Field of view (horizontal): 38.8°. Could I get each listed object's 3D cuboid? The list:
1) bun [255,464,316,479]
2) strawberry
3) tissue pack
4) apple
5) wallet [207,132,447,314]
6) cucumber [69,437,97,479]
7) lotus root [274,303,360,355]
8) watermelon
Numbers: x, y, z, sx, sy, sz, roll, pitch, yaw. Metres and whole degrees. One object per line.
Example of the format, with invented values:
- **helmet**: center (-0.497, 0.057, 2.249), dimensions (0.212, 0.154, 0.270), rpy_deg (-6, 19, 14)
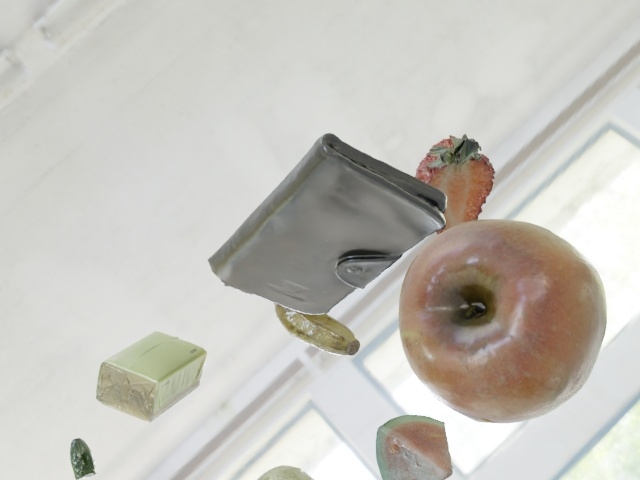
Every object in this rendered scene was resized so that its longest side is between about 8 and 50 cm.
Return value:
- **bun**: center (-0.065, 0.614, 2.130), dimensions (0.153, 0.243, 0.244), rpy_deg (-42, -27, -31)
- **strawberry**: center (0.285, -0.128, 2.009), dimensions (0.188, 0.106, 0.286), rpy_deg (-17, -47, -16)
- **tissue pack**: center (-0.400, 0.320, 2.176), dimensions (0.234, 0.159, 0.125), rpy_deg (-28, -46, -64)
- **apple**: center (0.296, 0.135, 1.478), dimensions (0.338, 0.338, 0.305), rpy_deg (-50, -38, 7)
- **wallet**: center (0.000, 0.000, 1.194), dimensions (0.377, 0.197, 0.051), rpy_deg (-40, 29, 52)
- **cucumber**: center (-0.618, 0.565, 2.373), dimensions (0.035, 0.107, 0.067), rpy_deg (-33, -22, 33)
- **lotus root**: center (-0.017, 0.225, 2.358), dimensions (0.110, 0.258, 0.097), rpy_deg (-28, -37, -52)
- **watermelon**: center (0.246, 0.526, 2.212), dimensions (0.207, 0.202, 0.136), rpy_deg (-22, -39, -27)
